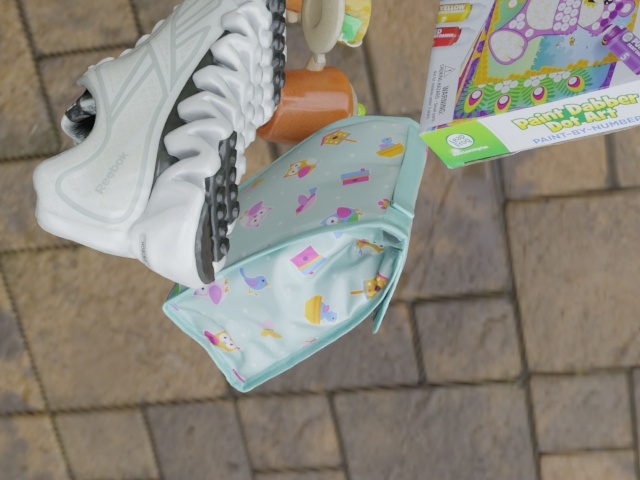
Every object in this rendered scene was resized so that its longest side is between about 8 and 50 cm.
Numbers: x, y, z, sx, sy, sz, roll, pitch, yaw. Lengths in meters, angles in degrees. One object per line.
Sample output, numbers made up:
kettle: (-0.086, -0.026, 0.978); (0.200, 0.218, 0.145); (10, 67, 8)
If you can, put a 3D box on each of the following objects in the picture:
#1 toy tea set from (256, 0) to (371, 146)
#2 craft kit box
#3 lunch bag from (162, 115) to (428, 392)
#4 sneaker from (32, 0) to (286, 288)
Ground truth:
toy tea set: (0.016, -0.239, 1.597); (0.124, 0.200, 0.336); (1, 145, -27)
craft kit box: (0.201, -0.187, 1.072); (0.247, 0.250, 0.061); (-10, 144, 31)
lunch bag: (0.000, 0.000, 1.517); (0.262, 0.223, 0.160); (-31, 111, 27)
sneaker: (-0.089, -0.096, 0.930); (0.118, 0.292, 0.110); (8, 131, 9)
